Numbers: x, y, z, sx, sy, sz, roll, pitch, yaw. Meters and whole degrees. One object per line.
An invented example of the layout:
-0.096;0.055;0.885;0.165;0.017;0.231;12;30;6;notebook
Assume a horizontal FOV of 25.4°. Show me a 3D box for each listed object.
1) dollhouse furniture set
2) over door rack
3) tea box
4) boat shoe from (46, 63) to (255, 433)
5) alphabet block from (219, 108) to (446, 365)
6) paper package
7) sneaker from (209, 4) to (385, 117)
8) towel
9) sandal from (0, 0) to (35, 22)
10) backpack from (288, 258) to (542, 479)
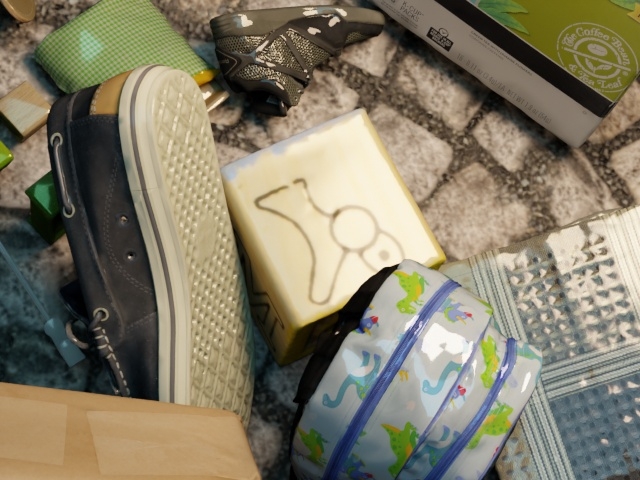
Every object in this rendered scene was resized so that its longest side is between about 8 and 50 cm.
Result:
-0.260;-0.172;1.623;0.301;0.151;0.197;-41;87;-18;dollhouse furniture set
-0.448;0.057;1.557;0.239;0.108;0.324;-33;93;-10;over door rack
0.277;-0.343;1.656;0.329;0.323;0.220;36;59;5;tea box
-0.179;0.064;1.496;0.155;0.187;0.500;-2;108;22;boat shoe
0.000;0.000;1.591;0.192;0.193;0.197;-24;77;-13;alphabet block
-0.254;0.308;1.369;0.324;0.310;0.168;9;28;-16;paper package
-0.021;-0.221;1.722;0.227;0.087;0.130;-12;99;-30;sneaker
0.318;0.133;1.648;0.312;0.056;0.324;-17;76;2;towel
-0.424;-0.338;1.718;0.079;0.088;0.240;-33;69;15;sandal
0.089;0.159;1.432;0.273;0.355;0.290;33;74;26;backpack
